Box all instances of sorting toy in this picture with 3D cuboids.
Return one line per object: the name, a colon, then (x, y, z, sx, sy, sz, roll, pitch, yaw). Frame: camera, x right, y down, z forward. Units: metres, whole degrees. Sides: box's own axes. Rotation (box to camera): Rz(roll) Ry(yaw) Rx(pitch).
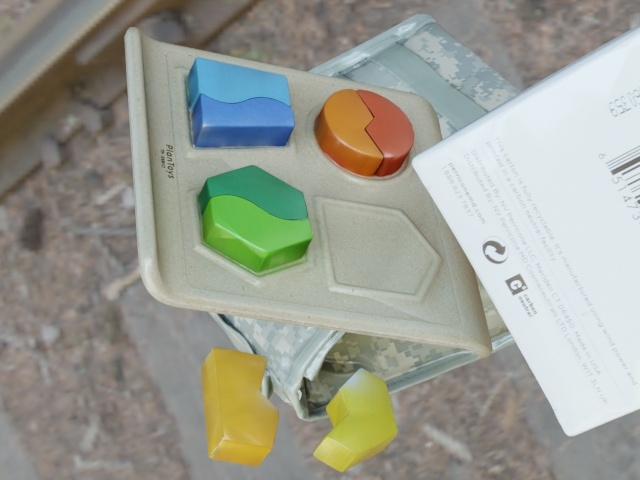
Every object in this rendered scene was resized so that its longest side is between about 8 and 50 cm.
sorting toy: (0.000, 0.000, 0.959, 0.041, 0.229, 0.307, -56, 31, 40)

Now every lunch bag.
lunch bag: (0.035, -0.013, 1.244, 0.235, 0.287, 0.169, 47, 158, 42)

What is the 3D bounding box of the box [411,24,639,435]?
box: (0.182, -0.018, 0.896, 0.182, 0.119, 0.181, -30, 90, 36)
